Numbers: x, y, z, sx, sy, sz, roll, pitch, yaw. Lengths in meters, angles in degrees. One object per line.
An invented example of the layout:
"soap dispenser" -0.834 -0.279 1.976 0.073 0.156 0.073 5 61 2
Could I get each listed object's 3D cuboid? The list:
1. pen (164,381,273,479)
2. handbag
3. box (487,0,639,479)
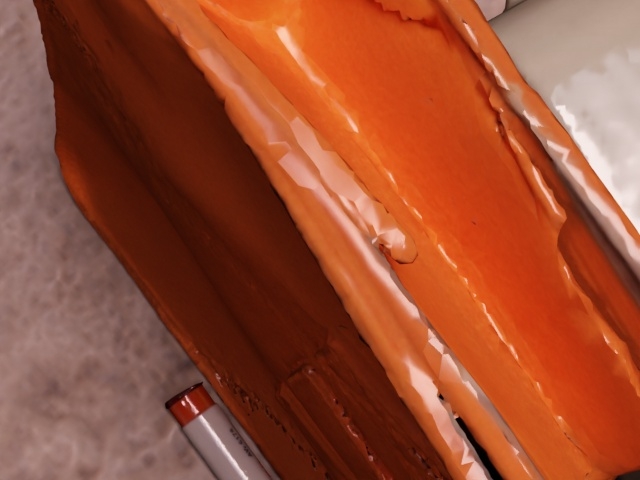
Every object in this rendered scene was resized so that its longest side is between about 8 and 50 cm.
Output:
"pen" -0.011 0.170 0.855 0.026 0.026 0.218 -36 86 -13
"handbag" 0.000 0.000 0.691 0.116 0.410 0.303 -35 86 -13
"box" 0.157 0.081 0.723 0.090 0.367 0.373 -28 85 -11
